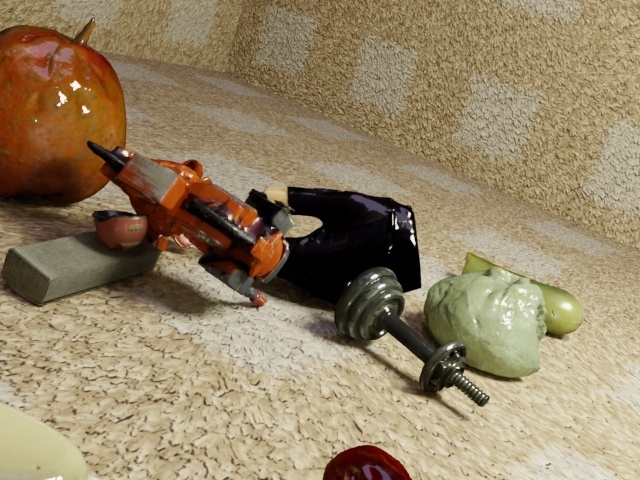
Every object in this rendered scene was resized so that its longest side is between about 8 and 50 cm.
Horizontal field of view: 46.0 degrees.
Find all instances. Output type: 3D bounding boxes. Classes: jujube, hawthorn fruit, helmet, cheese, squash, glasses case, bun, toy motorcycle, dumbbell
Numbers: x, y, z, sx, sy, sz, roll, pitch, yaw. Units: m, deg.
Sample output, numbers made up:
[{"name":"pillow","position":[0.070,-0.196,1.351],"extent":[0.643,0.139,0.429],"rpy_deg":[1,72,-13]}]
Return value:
[{"name":"jujube","position":[0.055,0.229,0.633],"extent":[0.077,0.077,0.129],"rpy_deg":[5,27,-37]},{"name":"hawthorn fruit","position":[-0.419,-0.212,1.144],"extent":[0.277,0.298,0.277],"rpy_deg":[30,15,-9]},{"name":"helmet","position":[-0.253,-0.012,0.955],"extent":[0.065,0.049,0.084],"rpy_deg":[-6,9,-37]},{"name":"cheese","position":[-0.201,0.179,0.555],"extent":[0.251,0.054,0.127],"rpy_deg":[19,16,-2]},{"name":"squash","position":[0.358,0.097,1.373],"extent":[0.250,0.083,0.083],"rpy_deg":[27,18,35]},{"name":"glasses case","position":[-0.293,0.028,0.945],"extent":[0.071,0.047,0.205],"rpy_deg":[33,20,17]},{"name":"bun","position":[0.263,0.112,1.137],"extent":[0.204,0.126,0.212],"rpy_deg":[11,19,-16]},{"name":"toy motorcycle","position":[-0.170,-0.034,1.024],"extent":[0.326,0.148,0.221],"rpy_deg":[29,-9,33]},{"name":"dumbbell","position":[0.118,0.130,0.982],"extent":[0.110,0.110,0.254],"rpy_deg":[0,32,-47]}]

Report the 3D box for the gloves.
[{"name":"gloves","position":[0.003,0.004,1.118],"extent":[0.301,0.197,0.152],"rpy_deg":[7,38,24]}]
